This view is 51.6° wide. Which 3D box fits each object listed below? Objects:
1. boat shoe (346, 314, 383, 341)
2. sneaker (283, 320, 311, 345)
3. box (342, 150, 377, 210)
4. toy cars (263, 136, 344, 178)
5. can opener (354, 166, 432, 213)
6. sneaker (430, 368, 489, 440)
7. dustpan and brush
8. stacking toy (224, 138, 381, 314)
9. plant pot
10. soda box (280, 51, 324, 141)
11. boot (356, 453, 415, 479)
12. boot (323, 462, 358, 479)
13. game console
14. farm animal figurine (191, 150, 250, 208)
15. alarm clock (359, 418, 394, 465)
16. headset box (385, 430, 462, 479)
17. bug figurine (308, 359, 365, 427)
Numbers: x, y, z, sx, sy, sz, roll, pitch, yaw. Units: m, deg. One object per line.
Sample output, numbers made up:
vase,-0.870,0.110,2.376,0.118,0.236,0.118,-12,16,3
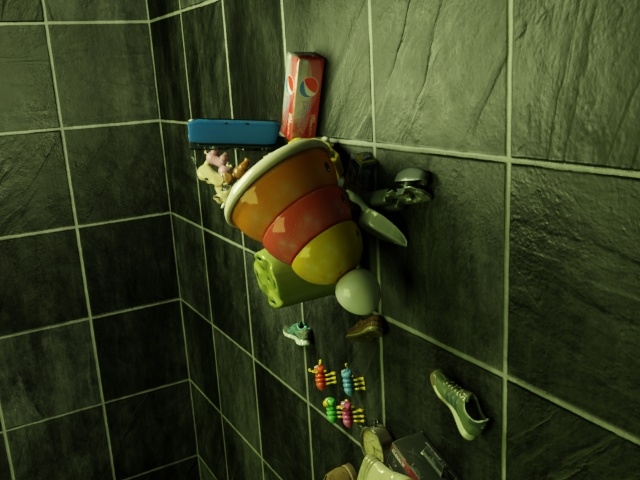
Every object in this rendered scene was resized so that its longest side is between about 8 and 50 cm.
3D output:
boat shoe,0.136,0.265,1.986,0.178,0.064,0.060,-35,39,58
sneaker,-0.079,0.326,2.408,0.166,0.065,0.076,20,101,54
box,0.106,-0.167,1.876,0.054,0.059,0.169,50,141,38
toy cars,-0.044,-0.253,2.084,0.176,0.087,0.393,45,158,-15
can opener,0.194,-0.129,1.743,0.283,0.076,0.095,-4,64,62
sneaker,0.350,0.389,1.634,0.192,0.064,0.086,62,140,28
dustpan and brush,0.135,-0.064,1.776,0.147,0.211,0.060,18,80,58
stacking toy,0.000,0.000,1.786,0.480,0.350,0.351,53,145,14
plant pot,-0.055,0.080,2.005,0.276,0.253,0.276,51,152,40
soda box,-0.058,-0.441,2.040,0.083,0.092,0.263,47,138,48
boot,0.182,0.728,1.783,0.203,0.095,0.262,13,109,58
boot,0.101,0.916,2.219,0.305,0.115,0.112,66,147,21
game console,-0.290,-0.393,2.205,0.250,0.293,0.173,-101,15,-47
farm animal figurine,-0.285,-0.169,2.315,0.330,0.326,0.172,18,75,57
alarm clock,0.184,0.644,2.019,0.129,0.064,0.192,-48,56,56
headset box,0.277,0.692,1.818,0.218,0.110,0.293,46,138,45
bug figurine,0.056,0.509,2.197,0.279,0.072,0.216,-13,88,61
